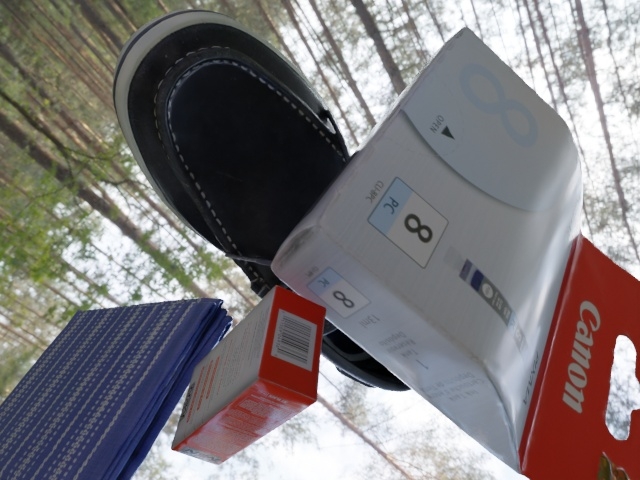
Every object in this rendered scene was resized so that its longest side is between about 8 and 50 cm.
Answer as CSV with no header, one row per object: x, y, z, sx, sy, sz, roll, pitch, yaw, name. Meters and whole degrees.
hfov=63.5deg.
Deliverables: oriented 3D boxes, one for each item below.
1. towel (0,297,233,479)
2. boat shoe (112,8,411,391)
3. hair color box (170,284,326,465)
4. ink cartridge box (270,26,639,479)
-0.268,0.175,0.607,0.336,0.040,0.243,-9,-140,39,towel
0.000,0.000,0.527,0.187,0.500,0.156,-41,-140,-9,boat shoe
-0.053,0.100,0.365,0.141,0.043,0.072,-44,-153,40,hair color box
0.193,0.027,0.450,0.308,0.385,0.091,-54,-174,-38,ink cartridge box
